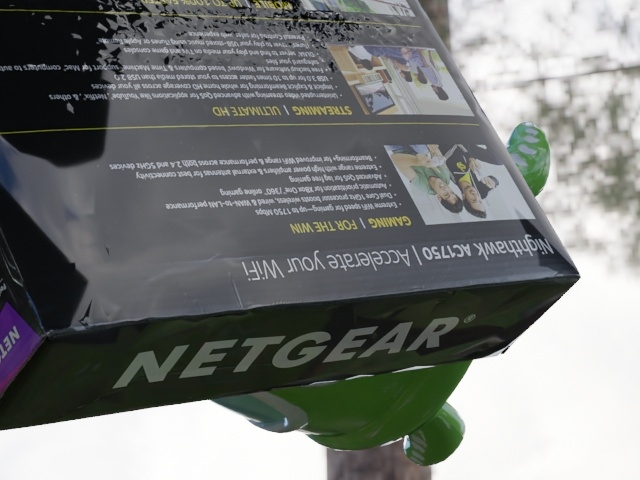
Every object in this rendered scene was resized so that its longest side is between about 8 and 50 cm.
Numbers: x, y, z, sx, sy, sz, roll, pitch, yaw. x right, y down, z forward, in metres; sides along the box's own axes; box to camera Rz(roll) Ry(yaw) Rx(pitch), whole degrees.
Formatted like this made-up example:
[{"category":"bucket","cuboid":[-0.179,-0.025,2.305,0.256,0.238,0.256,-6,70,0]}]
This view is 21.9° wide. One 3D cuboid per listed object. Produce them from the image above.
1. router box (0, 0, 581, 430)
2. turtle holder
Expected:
[{"category":"router box","cuboid":[-0.030,-0.025,0.443,0.179,0.133,0.046,-4,-34,-40]},{"category":"turtle holder","cuboid":[-0.010,0.012,0.970,0.227,0.320,0.243,18,-66,-25]}]
